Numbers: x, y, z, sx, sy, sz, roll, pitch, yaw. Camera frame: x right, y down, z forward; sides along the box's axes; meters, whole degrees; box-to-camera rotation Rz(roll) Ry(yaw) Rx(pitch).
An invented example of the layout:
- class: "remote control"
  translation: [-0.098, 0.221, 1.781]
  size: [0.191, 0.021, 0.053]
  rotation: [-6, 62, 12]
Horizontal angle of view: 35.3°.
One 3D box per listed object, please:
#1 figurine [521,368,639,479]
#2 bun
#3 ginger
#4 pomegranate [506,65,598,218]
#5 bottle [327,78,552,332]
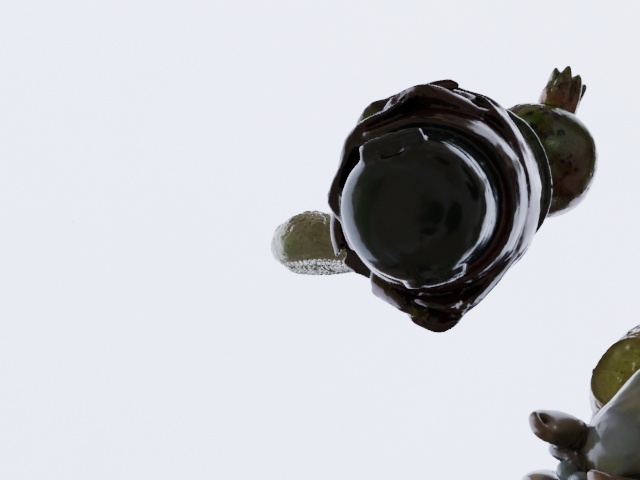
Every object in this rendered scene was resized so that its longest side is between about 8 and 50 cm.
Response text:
- class: "figurine"
  translation: [0.258, 0.284, 0.994]
  size: [0.203, 0.248, 0.381]
  rotation: [24, -77, -30]
- class: "bun"
  translation: [0.000, 0.000, 1.155]
  size: [0.115, 0.115, 0.069]
  rotation: [3, -103, -14]
- class: "ginger"
  translation: [0.410, 0.208, 1.270]
  size: [0.123, 0.270, 0.219]
  rotation: [32, -115, 28]
- class: "pomegranate"
  translation: [0.275, -0.119, 1.253]
  size: [0.159, 0.159, 0.205]
  rotation: [26, -102, -13]
- class: "bottle"
  translation: [0.077, -0.024, 0.669]
  size: [0.143, 0.271, 0.156]
  rotation: [-15, -87, 16]
